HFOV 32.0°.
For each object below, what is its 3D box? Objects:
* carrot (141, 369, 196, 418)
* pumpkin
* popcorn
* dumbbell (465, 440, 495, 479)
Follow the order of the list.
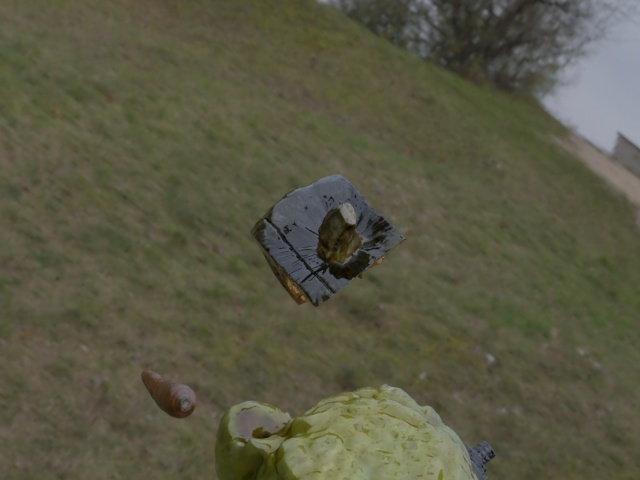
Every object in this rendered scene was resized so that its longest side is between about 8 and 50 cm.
[{"bbox_3d":[-0.226,0.215,1.605,0.048,0.048,0.216,36,-10,-23],"label":"carrot"},{"bbox_3d":[0.000,-0.003,1.240,0.126,0.131,0.248,62,-12,-1],"label":"pumpkin"},{"bbox_3d":[0.043,0.245,1.038,0.286,0.225,0.174,54,-20,43],"label":"popcorn"},{"bbox_3d":[0.121,0.373,1.561,0.192,0.290,0.192,54,-7,10],"label":"dumbbell"}]
